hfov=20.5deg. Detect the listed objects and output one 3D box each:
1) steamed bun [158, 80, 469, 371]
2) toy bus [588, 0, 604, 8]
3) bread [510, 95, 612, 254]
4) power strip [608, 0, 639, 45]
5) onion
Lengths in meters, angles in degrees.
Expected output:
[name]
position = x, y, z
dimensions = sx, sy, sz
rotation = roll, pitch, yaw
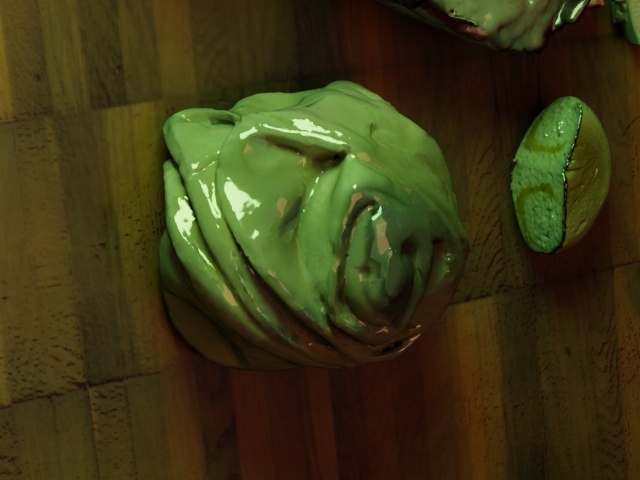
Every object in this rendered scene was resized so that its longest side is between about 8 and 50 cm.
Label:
[steamed bun]
position = 0.000, 0.000, 1.596
dimensions = 0.280, 0.207, 0.268
rotation = -11, 102, -26
[toy bus]
position = 0.234, -0.322, 1.770
dimensions = 0.077, 0.065, 0.192
rotation = -14, 103, -16
[bread]
position = 0.253, -0.069, 1.800
dimensions = 0.094, 0.083, 0.157
rotation = -9, 102, -31
[power strip]
position = 0.435, -0.278, 1.849
dimensions = 0.285, 0.048, 0.080
rotation = -17, 111, -7
[onion]
position = 0.118, -0.327, 1.656
dimensions = 0.314, 0.146, 0.280
rotation = 19, 83, -36
